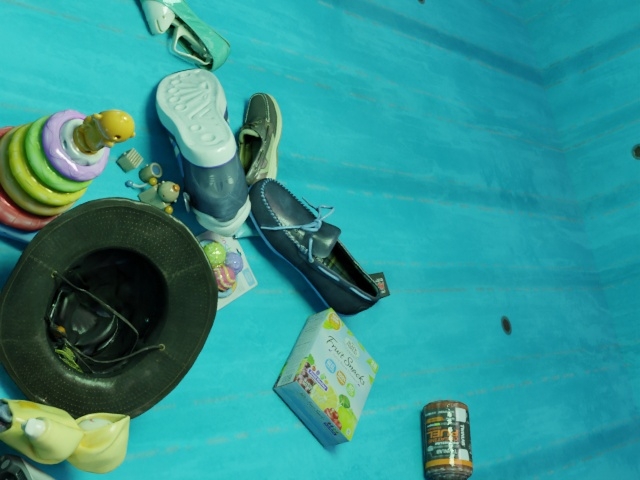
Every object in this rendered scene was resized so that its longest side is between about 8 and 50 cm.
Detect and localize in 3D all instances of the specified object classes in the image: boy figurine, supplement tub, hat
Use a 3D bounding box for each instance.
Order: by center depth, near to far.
[{"bbox_3d":[-0.380,0.238,1.203,0.285,0.177,0.092,24,77,-25],"label":"boy figurine"},{"bbox_3d":[-0.319,0.099,1.358,0.331,0.134,0.332,-2,95,-21],"label":"hat"},{"bbox_3d":[0.278,0.455,1.990,0.106,0.106,0.198,27,52,-42],"label":"supplement tub"}]

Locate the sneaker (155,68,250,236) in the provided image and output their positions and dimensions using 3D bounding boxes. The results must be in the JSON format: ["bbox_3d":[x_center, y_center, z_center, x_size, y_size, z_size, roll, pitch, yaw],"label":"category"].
[{"bbox_3d":[-0.214,-0.149,1.692,0.323,0.130,0.236,-117,-164,-48],"label":"sneaker"}]

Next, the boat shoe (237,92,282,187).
[{"bbox_3d":[-0.128,-0.205,1.835,0.073,0.080,0.224,26,58,-49],"label":"boat shoe"}]

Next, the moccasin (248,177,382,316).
[{"bbox_3d":[0.000,0.000,1.784,0.342,0.116,0.138,46,47,-23],"label":"moccasin"}]

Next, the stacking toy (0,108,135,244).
[{"bbox_3d":[-0.369,-0.122,1.299,0.175,0.301,0.166,27,52,-41],"label":"stacking toy"}]

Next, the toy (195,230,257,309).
[{"bbox_3d":[-0.190,0.053,1.644,0.237,0.056,0.137,-32,99,-53],"label":"toy"}]

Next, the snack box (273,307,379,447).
[{"bbox_3d":[0.016,0.265,1.785,0.174,0.070,0.207,51,38,-21],"label":"snack box"}]

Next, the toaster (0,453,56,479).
[{"bbox_3d":[-0.357,0.383,1.147,0.129,0.227,0.146,-49,127,-3],"label":"toaster"}]

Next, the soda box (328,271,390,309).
[{"bbox_3d":[0.078,0.108,1.957,0.169,0.053,0.060,-8,79,-53],"label":"soda box"}]

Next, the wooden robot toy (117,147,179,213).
[{"bbox_3d":[-0.274,-0.091,1.592,0.173,0.079,0.076,61,37,-10],"label":"wooden robot toy"}]

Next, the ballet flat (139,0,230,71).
[{"bbox_3d":[-0.276,-0.413,1.758,0.247,0.083,0.087,39,59,-31],"label":"ballet flat"}]

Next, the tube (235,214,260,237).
[{"bbox_3d":[-0.099,-0.041,1.818,0.207,0.052,0.080,2,60,-47],"label":"tube"}]
